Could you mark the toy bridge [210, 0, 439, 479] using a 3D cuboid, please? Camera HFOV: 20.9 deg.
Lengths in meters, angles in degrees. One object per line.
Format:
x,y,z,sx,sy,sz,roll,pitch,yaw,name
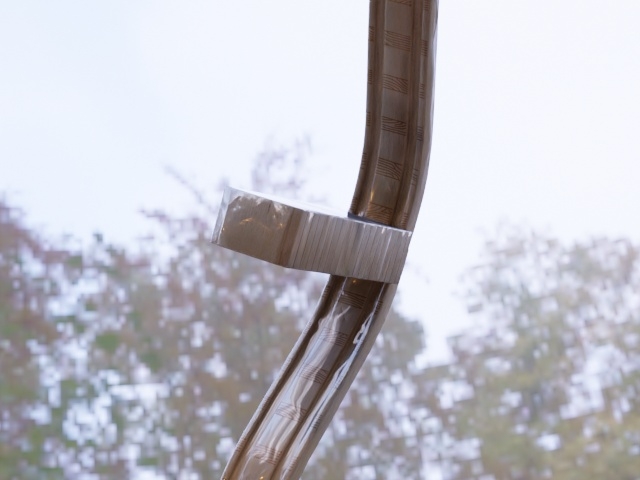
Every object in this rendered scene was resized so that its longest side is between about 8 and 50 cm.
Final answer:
0.000,0.000,0.439,0.026,0.188,0.063,18,4,30,toy bridge
